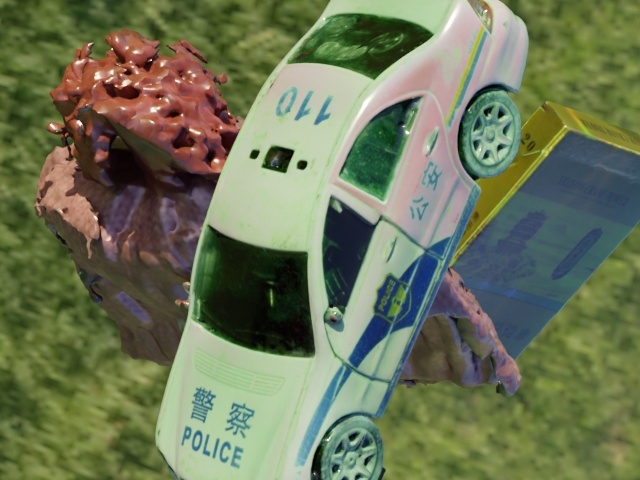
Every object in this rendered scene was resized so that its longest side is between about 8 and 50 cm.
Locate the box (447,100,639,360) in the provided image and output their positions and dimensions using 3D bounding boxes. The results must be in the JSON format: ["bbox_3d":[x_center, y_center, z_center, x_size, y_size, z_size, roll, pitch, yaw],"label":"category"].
[{"bbox_3d":[0.120,0.006,1.194,0.121,0.030,0.193,15,122,-44],"label":"box"}]

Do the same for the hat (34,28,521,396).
[{"bbox_3d":[-0.045,0.006,0.944,0.286,0.237,0.107,58,40,-52],"label":"hat"}]

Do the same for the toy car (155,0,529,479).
[{"bbox_3d":[0.000,0.000,0.751,0.076,0.090,0.224,33,77,-45],"label":"toy car"}]
